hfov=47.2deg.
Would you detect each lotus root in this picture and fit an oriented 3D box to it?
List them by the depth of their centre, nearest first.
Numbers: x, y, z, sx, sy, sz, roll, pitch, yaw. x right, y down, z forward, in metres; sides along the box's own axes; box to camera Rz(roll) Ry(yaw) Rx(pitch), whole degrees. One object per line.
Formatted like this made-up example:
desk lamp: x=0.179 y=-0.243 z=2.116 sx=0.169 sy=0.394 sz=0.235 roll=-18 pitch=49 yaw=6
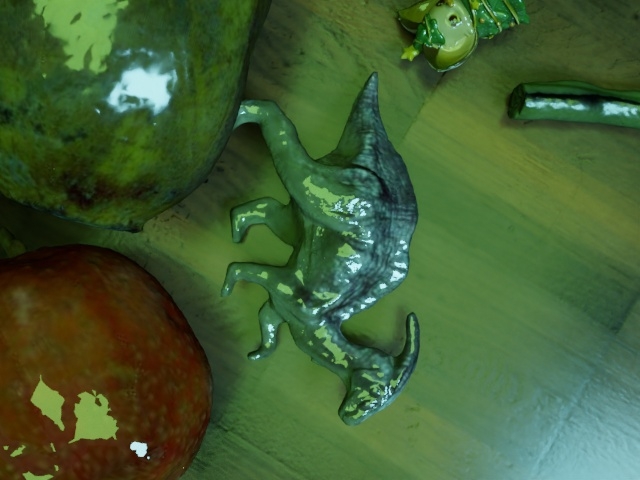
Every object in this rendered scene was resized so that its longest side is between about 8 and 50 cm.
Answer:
lotus root: x=-0.152 y=-0.185 z=0.537 sx=0.250 sy=0.250 sz=0.346 roll=11 pitch=88 yaw=1

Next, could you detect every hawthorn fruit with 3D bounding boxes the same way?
hawthorn fruit: x=-0.200 y=0.094 z=0.560 sx=0.205 sy=0.205 sz=0.253 roll=-33 pitch=80 yaw=0

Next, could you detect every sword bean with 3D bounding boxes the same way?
sword bean: x=0.297 y=-0.106 z=0.628 sx=0.269 sy=0.038 sz=0.043 roll=8 pitch=83 yaw=0

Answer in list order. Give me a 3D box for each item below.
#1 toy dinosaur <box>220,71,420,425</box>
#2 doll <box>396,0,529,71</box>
toy dinosaur: x=0.000 y=0.002 z=0.613 sx=0.162 sy=0.077 sz=0.294 roll=0 pitch=93 yaw=1
doll: x=0.125 y=-0.189 z=0.633 sx=0.113 sy=0.076 sz=0.078 roll=-43 pitch=60 yaw=28
